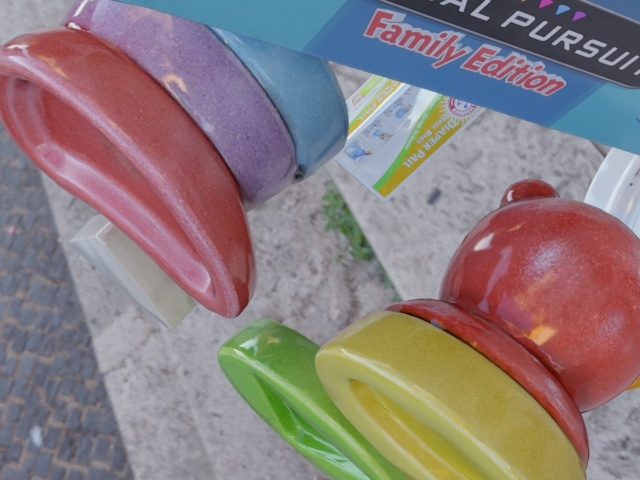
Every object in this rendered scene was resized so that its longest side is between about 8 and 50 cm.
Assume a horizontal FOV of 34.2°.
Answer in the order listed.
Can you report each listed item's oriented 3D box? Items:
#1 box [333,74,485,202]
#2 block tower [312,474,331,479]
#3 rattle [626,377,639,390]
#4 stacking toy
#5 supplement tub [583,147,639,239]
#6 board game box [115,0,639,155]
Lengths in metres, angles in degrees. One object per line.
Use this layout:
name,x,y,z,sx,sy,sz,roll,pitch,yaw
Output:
box,0.113,-0.168,1.356,0.203,0.103,0.114,-43,24,16
block tower,-0.001,0.453,1.312,0.335,0.091,0.097,-82,19,-53
rattle,0.401,0.062,1.243,0.142,0.200,0.130,-25,58,-25
stacking toy,0.000,0.000,0.510,0.309,0.279,0.130,42,72,3
supplement tub,0.381,0.034,0.786,0.325,0.235,0.235,31,88,43
board game box,0.036,-0.211,0.403,0.079,0.253,0.336,-41,49,44
